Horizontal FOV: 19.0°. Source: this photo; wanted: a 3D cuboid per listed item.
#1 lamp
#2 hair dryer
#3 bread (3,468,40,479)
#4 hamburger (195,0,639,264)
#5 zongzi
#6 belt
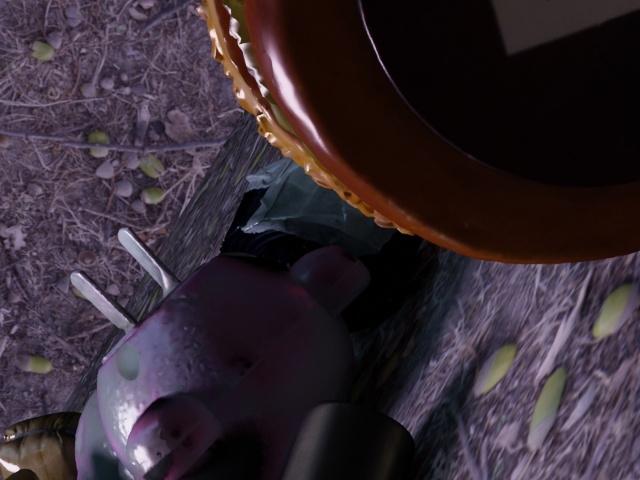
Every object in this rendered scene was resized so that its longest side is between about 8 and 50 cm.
[{"bbox_3d":[-0.101,0.112,1.499,0.247,0.247,0.301,-41,-3,-30],"label":"lamp"},{"bbox_3d":[-0.023,0.244,1.290,0.248,0.078,0.195,116,176,-57],"label":"hair dryer"},{"bbox_3d":[-0.259,0.379,1.470,0.300,0.210,0.341,-115,34,-49],"label":"bread"},{"bbox_3d":[0.099,-0.153,0.985,0.330,0.330,0.250,-61,14,6],"label":"hamburger"},{"bbox_3d":[-0.182,0.220,1.733,0.115,0.228,0.256,-17,19,20],"label":"zongzi"},{"bbox_3d":[0.000,0.000,1.548,0.198,0.151,0.078,-39,24,59],"label":"belt"}]
